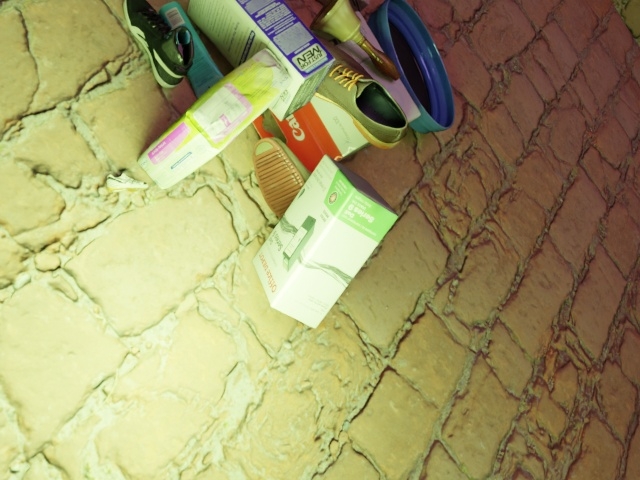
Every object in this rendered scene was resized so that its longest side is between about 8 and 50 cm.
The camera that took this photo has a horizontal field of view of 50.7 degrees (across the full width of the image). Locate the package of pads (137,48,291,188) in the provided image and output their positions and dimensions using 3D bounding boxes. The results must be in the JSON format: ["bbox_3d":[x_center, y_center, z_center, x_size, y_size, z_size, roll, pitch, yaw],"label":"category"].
[{"bbox_3d":[-0.211,-0.252,1.380,0.101,0.229,0.297,49,49,-14],"label":"package of pads"}]

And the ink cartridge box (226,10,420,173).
[{"bbox_3d":[0.014,-0.350,1.628,0.384,0.091,0.308,-30,89,-28],"label":"ink cartridge box"}]

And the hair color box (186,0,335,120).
[{"bbox_3d":[-0.138,-0.453,1.493,0.110,0.185,0.339,-38,87,-27],"label":"hair color box"}]

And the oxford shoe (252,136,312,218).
[{"bbox_3d":[-0.031,-0.098,1.553,0.348,0.123,0.130,59,43,-19],"label":"oxford shoe"}]

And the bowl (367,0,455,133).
[{"bbox_3d":[0.254,-0.482,1.886,0.391,0.077,0.391,36,44,-44],"label":"bowl"}]

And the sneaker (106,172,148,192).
[{"bbox_3d":[-0.378,-0.115,1.322,0.083,0.032,0.037,-4,76,-41],"label":"sneaker"}]

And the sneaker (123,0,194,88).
[{"bbox_3d":[-0.330,-0.445,1.428,0.079,0.121,0.217,-28,92,-43],"label":"sneaker"}]

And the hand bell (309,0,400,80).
[{"bbox_3d":[0.104,-0.470,1.608,0.242,0.126,0.126,39,53,-19],"label":"hand bell"}]

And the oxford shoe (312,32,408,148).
[{"bbox_3d":[0.066,-0.366,1.545,0.363,0.133,0.130,40,82,-2],"label":"oxford shoe"}]

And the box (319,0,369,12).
[{"bbox_3d":[0.006,-0.723,1.829,0.275,0.094,0.113,21,61,-32],"label":"box"}]

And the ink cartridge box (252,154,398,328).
[{"bbox_3d":[0.000,0.000,1.380,0.121,0.289,0.211,29,14,-27],"label":"ink cartridge box"}]

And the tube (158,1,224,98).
[{"bbox_3d":[-0.288,-0.424,1.492,0.207,0.080,0.052,63,26,2],"label":"tube"}]
